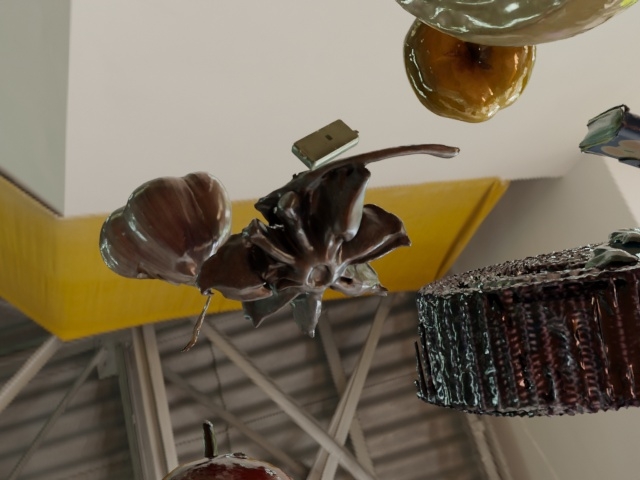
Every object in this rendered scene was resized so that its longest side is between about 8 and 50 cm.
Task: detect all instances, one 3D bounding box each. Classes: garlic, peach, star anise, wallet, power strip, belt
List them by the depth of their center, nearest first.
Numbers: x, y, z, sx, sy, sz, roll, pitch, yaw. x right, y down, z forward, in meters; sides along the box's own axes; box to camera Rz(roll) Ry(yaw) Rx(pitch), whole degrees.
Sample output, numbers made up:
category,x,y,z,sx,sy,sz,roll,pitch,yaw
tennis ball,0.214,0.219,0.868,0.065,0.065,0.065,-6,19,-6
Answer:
category,x,y,z,sx,sy,sz,roll,pitch,yaw
belt,0.216,0.056,0.630,0.324,0.260,0.122,-7,-95,-60
power strip,0.007,-0.116,0.956,0.090,0.016,0.040,-33,-112,-33
peach,0.199,-0.243,1.052,0.179,0.179,0.103,36,-169,6
star anise,0.000,0.000,1.097,0.359,0.316,0.139,-11,-129,-14
wallet,0.498,-0.137,1.174,0.202,0.141,0.059,17,-97,-6
garlic,-0.216,0.023,1.223,0.207,0.207,0.257,-18,-73,-27

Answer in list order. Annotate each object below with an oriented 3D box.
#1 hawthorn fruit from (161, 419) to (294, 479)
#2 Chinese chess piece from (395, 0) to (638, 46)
category,x,y,z,sx,sy,sz,roll,pitch,yaw
hawthorn fruit,-0.102,0.382,0.945,0.284,0.285,0.369,-4,-130,-21
Chinese chess piece,0.131,-0.266,0.523,0.112,0.270,0.270,-24,-111,-37
